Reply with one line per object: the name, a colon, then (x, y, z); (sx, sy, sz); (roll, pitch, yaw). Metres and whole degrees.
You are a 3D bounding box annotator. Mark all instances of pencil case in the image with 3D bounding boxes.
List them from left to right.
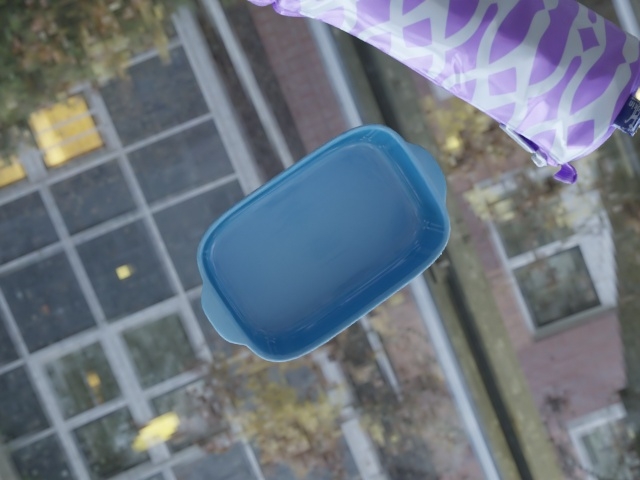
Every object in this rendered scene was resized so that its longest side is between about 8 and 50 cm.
pencil case: (0.070, -0.113, 0.738); (0.088, 0.206, 0.086); (-59, -170, 10)

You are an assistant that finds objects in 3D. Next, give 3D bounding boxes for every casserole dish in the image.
casserole dish: (0.000, 0.000, 0.959); (0.188, 0.114, 0.037); (-35, -167, -9)
